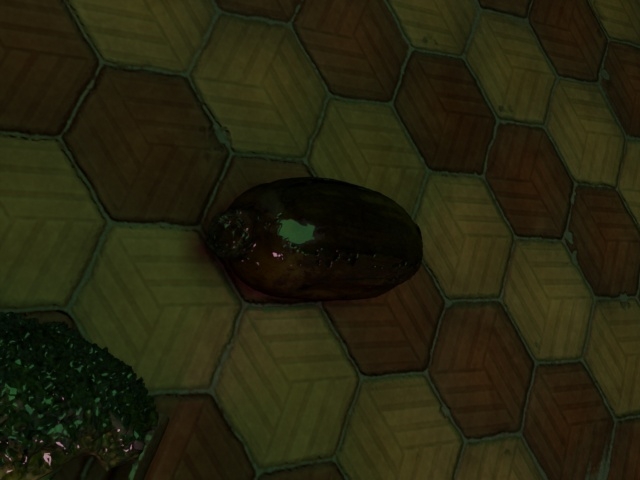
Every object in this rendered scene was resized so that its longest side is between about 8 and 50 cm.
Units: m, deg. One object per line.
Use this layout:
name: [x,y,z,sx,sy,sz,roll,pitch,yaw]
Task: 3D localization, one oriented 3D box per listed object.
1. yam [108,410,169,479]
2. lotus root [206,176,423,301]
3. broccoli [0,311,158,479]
yam: [-0.274,0.351,1.243,0.046,0.046,0.264,35,58,-23]
lotus root: [0.000,0.000,1.477,0.397,0.179,0.196,3,58,-40]
broccoli: [-0.376,0.216,1.117,0.249,0.302,0.375,55,21,17]
